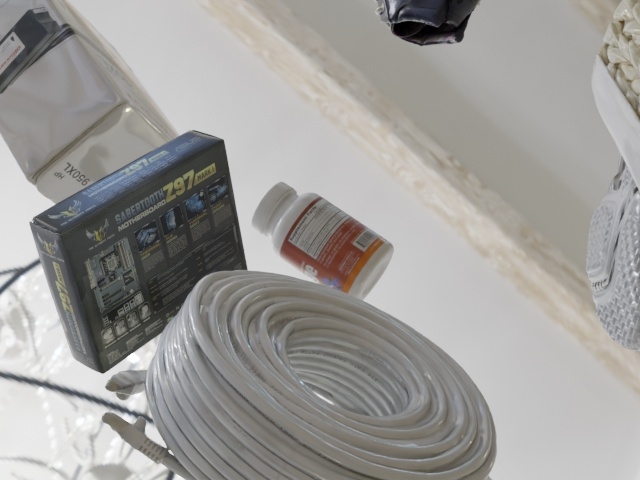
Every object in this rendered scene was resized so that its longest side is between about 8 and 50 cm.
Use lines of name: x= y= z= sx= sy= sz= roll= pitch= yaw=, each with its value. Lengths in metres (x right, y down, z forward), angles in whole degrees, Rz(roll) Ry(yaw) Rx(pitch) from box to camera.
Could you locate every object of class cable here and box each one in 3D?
cable: x=0.004 y=0.115 z=0.693 sx=0.257 sy=0.089 sz=0.257 roll=31 pitch=-157 yaw=12

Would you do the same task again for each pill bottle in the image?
pill bottle: x=0.000 y=0.000 z=1.536 sx=0.216 sy=0.121 sz=0.121 roll=34 pitch=-129 yaw=14

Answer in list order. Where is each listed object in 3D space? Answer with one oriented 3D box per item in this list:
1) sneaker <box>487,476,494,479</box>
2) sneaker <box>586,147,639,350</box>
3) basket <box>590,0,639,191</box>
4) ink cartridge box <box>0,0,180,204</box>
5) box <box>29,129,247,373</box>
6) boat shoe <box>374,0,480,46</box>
sneaker: x=0.147 y=0.277 z=1.063 sx=0.081 sy=0.080 sz=0.211 roll=19 pitch=-159 yaw=-8
sneaker: x=0.369 y=-0.058 z=0.869 sx=0.210 sy=0.137 sz=0.365 roll=12 pitch=-118 yaw=1
basket: x=0.183 y=-0.068 z=0.361 sx=0.113 sy=0.103 sz=0.167 roll=9 pitch=-148 yaw=-2
ink cartridge box: x=-0.344 y=-0.190 z=1.360 sx=0.166 sy=0.285 sz=0.395 roll=-40 pitch=-122 yaw=2
box: x=-0.189 y=0.008 z=1.050 sx=0.059 sy=0.183 sz=0.233 roll=20 pitch=-138 yaw=35
boat shoe: x=0.105 y=-0.384 z=1.416 sx=0.127 sy=0.341 sz=0.158 roll=28 pitch=-95 yaw=-40
